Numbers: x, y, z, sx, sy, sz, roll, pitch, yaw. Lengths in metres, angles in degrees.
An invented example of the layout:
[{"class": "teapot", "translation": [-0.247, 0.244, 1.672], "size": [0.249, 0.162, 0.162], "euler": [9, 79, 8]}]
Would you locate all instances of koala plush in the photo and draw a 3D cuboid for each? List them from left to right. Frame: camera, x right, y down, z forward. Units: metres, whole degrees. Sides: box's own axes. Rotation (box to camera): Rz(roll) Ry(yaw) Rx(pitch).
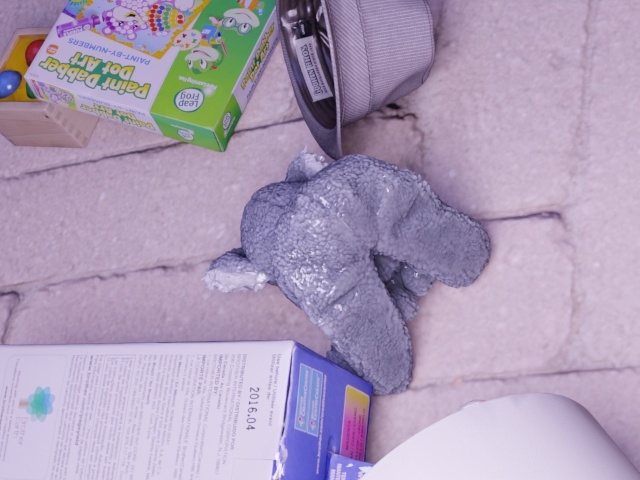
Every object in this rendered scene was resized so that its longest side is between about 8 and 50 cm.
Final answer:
[{"class": "koala plush", "translation": [0.000, 0.000, 1.188], "size": [0.196, 0.203, 0.221], "euler": [-54, 36, -11]}]

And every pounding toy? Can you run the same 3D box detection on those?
[{"class": "pounding toy", "translation": [-0.361, -0.218, 1.614], "size": [0.206, 0.094, 0.181], "euler": [5, 62, 34]}]

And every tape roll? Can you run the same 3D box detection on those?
[{"class": "tape roll", "translation": [0.135, 0.248, 0.876], "size": [0.246, 0.246, 0.169], "euler": [-39, 47, 3]}]

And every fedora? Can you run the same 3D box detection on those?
[{"class": "fedora", "translation": [0.040, -0.209, 1.291], "size": [0.124, 0.243, 0.275], "euler": [-12, 13, -10]}]

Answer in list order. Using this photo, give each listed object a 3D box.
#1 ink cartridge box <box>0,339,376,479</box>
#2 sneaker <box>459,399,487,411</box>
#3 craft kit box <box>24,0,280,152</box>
[{"class": "ink cartridge box", "translation": [-0.114, 0.231, 1.083], "size": [0.396, 0.151, 0.270], "euler": [-4, 69, 31]}, {"class": "sneaker", "translation": [0.142, 0.195, 1.048], "size": [0.051, 0.070, 0.134], "euler": [-8, 85, 17]}, {"class": "craft kit box", "translation": [-0.178, -0.244, 1.490], "size": [0.250, 0.061, 0.246], "euler": [16, 69, 17]}]
